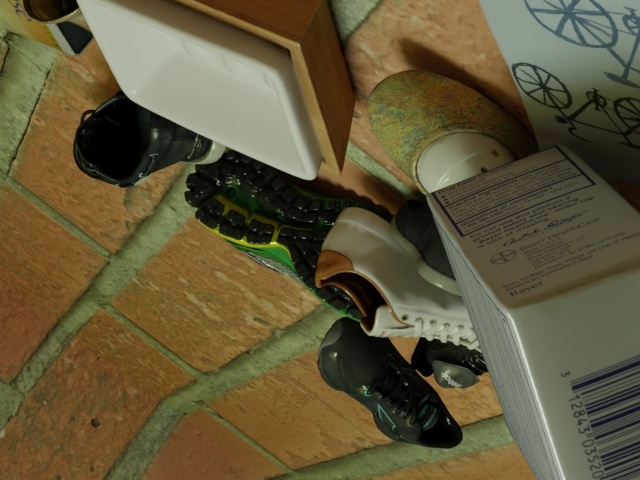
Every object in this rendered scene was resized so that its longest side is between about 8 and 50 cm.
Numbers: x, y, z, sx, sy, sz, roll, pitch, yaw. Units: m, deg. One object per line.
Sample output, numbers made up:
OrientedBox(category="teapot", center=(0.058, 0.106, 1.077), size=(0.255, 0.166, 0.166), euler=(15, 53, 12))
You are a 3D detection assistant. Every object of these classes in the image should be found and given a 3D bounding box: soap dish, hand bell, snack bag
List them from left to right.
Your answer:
OrientedBox(category="hand bell", center=(-0.214, -0.244, 1.849), size=(0.126, 0.126, 0.242), euler=(17, 166, 41))
OrientedBox(category="soap dish", center=(-0.103, -0.203, 1.693), size=(0.290, 0.118, 0.229), euler=(26, 158, 26))
OrientedBox(category="snack bag", center=(0.289, -0.127, 1.361), size=(0.323, 0.037, 0.342), euler=(22, 159, 33))

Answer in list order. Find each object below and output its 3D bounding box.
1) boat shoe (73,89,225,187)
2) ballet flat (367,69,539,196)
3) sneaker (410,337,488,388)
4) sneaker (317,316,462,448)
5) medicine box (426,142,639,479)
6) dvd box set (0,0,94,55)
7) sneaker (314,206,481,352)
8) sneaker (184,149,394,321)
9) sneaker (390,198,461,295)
OrientedBox(category="boat shoe", center=(-0.249, -0.129, 2.024), size=(0.113, 0.127, 0.340), euler=(-4, -175, -35))
OrientedBox(category="ballet flat", center=(0.188, -0.035, 1.593), size=(0.348, 0.123, 0.123), euler=(40, 159, -21))
OrientedBox(category="sneaker", center=(0.194, 0.143, 2.011), size=(0.078, 0.106, 0.234), euler=(44, 158, -25))
OrientedBox(category="sneaker", center=(0.094, 0.181, 2.017), size=(0.106, 0.101, 0.267), euler=(24, 165, 43))
OrientedBox(category="medicine box", center=(0.228, 0.091, 1.428), size=(0.289, 0.149, 0.264), euler=(-113, 2, -67))
OrientedBox(category="dvd box set", center=(-0.485, -0.394, 1.957), size=(0.420, 0.062, 0.308), euler=(24, 157, 30))
OrientedBox(category="sneaker", center=(0.120, 0.088, 1.871), size=(0.290, 0.123, 0.106), euler=(31, 154, -2))
OrientedBox(category="sneaker", center=(0.000, 0.000, 2.012), size=(0.343, 0.134, 0.146), euler=(32, 175, 15))
OrientedBox(category="sneaker", center=(0.148, -0.027, 1.770), size=(0.083, 0.118, 0.222), euler=(24, -167, -17))
